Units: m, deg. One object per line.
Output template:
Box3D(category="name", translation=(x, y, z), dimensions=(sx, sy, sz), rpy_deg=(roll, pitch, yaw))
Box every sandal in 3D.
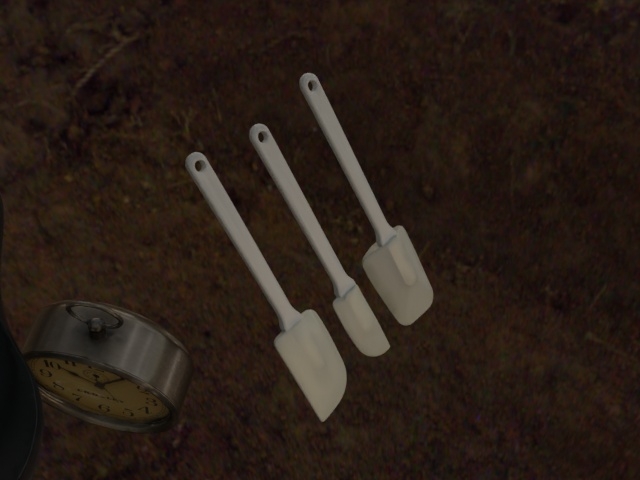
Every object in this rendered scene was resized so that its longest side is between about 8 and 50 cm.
Box3D(category="sandal", translation=(-0.253, 0.058, 0.654), dimensions=(0.097, 0.054, 0.254), rpy_deg=(-17, 65, -5))

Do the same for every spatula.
Box3D(category="spatula", translation=(0.000, 0.000, 0.774), dimensions=(0.168, 0.242, 0.019), rpy_deg=(-41, 25, -27))

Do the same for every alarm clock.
Box3D(category="alarm clock", translation=(-0.160, 0.085, 0.724), dimensions=(0.129, 0.192, 0.064), rpy_deg=(16, 62, 1))
